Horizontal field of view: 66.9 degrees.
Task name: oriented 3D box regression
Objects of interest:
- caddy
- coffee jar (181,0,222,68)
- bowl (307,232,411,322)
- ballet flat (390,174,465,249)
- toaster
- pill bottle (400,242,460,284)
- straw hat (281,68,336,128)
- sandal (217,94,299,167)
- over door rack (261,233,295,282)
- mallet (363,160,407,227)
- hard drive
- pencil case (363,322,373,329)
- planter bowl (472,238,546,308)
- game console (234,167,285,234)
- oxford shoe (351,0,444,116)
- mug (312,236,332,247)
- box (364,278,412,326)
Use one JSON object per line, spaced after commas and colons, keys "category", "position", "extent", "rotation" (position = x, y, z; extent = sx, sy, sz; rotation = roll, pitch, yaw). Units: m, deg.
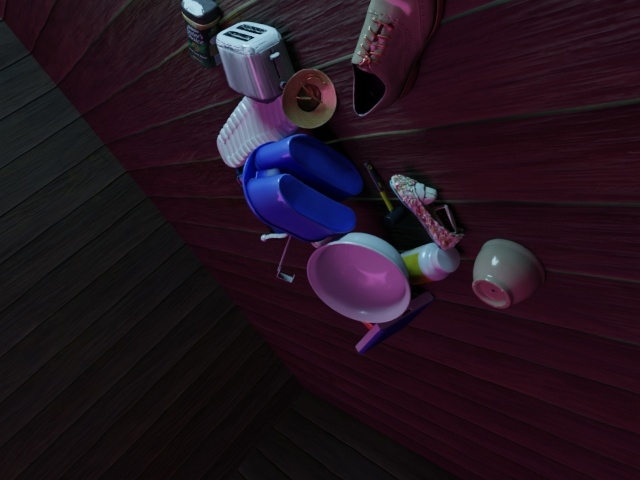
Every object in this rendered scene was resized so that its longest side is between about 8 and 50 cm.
{"category": "caddy", "position": [-0.047, -0.135, 1.313], "extent": [0.341, 0.241, 0.179], "rotation": [26, 156, -36]}
{"category": "coffee jar", "position": [-0.316, -0.565, 1.307], "extent": [0.096, 0.079, 0.184], "rotation": [38, 155, 15]}
{"category": "bowl", "position": [0.122, 0.080, 1.348], "extent": [0.298, 0.134, 0.297], "rotation": [15, 135, 16]}
{"category": "ballet flat", "position": [0.269, -0.080, 1.189], "extent": [0.077, 0.091, 0.241], "rotation": [-30, 111, 34]}
{"category": "toaster", "position": [-0.166, -0.447, 1.205], "extent": [0.227, 0.129, 0.146], "rotation": [34, 151, 40]}
{"category": "pill bottle", "position": [0.294, 0.063, 1.325], "extent": [0.103, 0.103, 0.184], "rotation": [48, 156, -7]}
{"category": "straw hat", "position": [-0.029, -0.357, 1.200], "extent": [0.144, 0.145, 0.061], "rotation": [60, -170, -31]}
{"category": "sandal", "position": [-0.168, -0.344, 1.409], "extent": [0.416, 0.102, 0.169], "rotation": [-17, 99, 47]}
{"category": "over door rack", "position": [-0.102, -0.052, 1.555], "extent": [0.108, 0.239, 0.324], "rotation": [14, 143, 8]}
{"category": "mallet", "position": [0.174, -0.130, 1.300], "extent": [0.039, 0.062, 0.189], "rotation": [-6, 111, 59]}
{"category": "hard drive", "position": [0.242, 0.284, 1.634], "extent": [0.040, 0.210, 0.318], "rotation": [57, 160, 17]}
{"category": "pencil case", "position": [0.171, 0.262, 1.851], "extent": [0.236, 0.104, 0.104], "rotation": [45, 156, -1]}
{"category": "planter bowl", "position": [0.431, 0.092, 1.150], "extent": [0.162, 0.109, 0.162], "rotation": [35, 155, 19]}
{"category": "game console", "position": [-0.177, -0.170, 1.792], "extent": [0.250, 0.173, 0.293], "rotation": [-15, 124, 27]}
{"category": "oxford shoe", "position": [0.126, -0.361, 0.871], "extent": [0.123, 0.130, 0.348], "rotation": [35, 155, 20]}
{"category": "mug", "position": [0.002, -0.001, 1.735], "extent": [0.062, 0.064, 0.078], "rotation": [20, 147, 42]}
{"category": "box", "position": [0.191, 0.152, 1.582], "extent": [0.165, 0.143, 0.270], "rotation": [42, 156, 11]}
